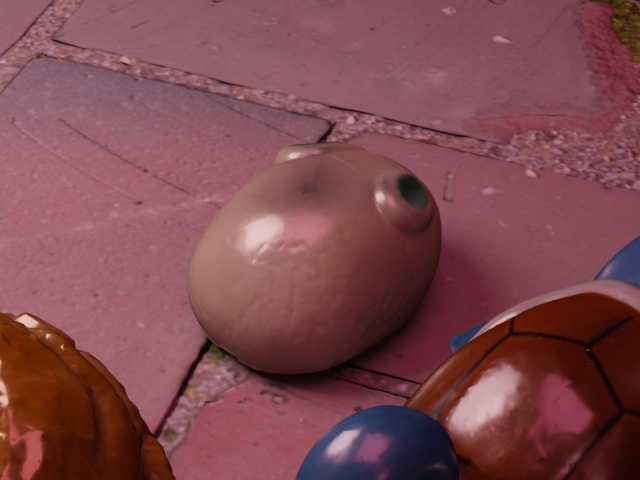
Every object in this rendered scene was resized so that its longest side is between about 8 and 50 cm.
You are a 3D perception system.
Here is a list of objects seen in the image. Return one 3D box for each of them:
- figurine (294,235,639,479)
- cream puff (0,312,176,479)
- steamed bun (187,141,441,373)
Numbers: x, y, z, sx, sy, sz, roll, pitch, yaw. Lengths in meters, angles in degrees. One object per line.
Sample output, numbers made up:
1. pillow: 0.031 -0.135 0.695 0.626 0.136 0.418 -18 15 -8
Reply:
1. figurine: 0.136 0.143 0.997 0.416 0.243 0.298 -23 38 -35
2. cream puff: -0.229 0.197 0.873 0.343 0.231 0.327 6 63 30
3. steamed bun: 0.000 0.000 1.228 0.228 0.131 0.177 -32 49 -33
